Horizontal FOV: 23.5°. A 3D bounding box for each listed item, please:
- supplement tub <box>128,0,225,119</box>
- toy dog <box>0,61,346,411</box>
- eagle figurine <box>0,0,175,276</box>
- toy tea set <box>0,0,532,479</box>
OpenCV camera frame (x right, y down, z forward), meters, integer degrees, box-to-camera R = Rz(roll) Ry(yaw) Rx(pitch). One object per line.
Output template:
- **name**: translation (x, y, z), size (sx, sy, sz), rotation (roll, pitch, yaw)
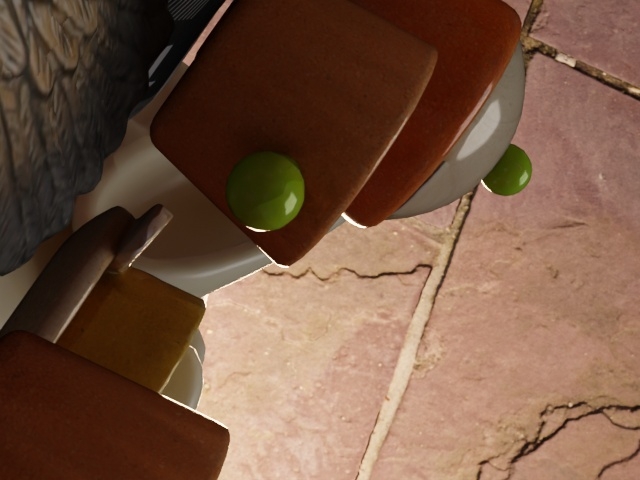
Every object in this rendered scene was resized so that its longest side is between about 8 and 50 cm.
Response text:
- **supplement tub**: translation (-0.087, -0.173, 0.479), size (0.338, 0.207, 0.207), rotation (-52, -170, 26)
- **toy dog**: translation (-0.210, 0.085, 0.785), size (0.395, 0.284, 0.408), rotation (-51, 172, -46)
- **eagle figurine**: translation (-0.112, -0.068, 0.239), size (0.226, 0.298, 0.225), rotation (26, -52, 58)
- **toy tea set**: translation (0.000, 0.000, 0.461), size (0.336, 0.124, 0.200), rotation (-59, -171, -26)
